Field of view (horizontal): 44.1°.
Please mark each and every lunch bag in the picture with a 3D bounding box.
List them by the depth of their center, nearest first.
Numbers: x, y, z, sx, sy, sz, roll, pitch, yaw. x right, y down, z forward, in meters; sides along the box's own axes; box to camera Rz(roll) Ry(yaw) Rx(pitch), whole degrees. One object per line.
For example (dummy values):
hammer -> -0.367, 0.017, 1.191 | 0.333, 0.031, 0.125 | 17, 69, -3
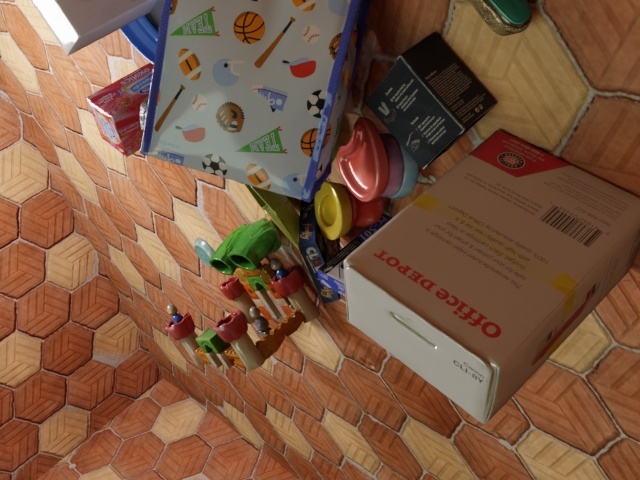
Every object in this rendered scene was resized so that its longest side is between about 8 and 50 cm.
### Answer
lunch bag -> -0.102, -0.308, 1.361 | 0.328, 0.239, 0.385 | 14, 114, 5

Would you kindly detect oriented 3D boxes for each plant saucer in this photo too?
plant saucer -> -0.100, -0.079, 1.750 | 0.188, 0.045, 0.188 | 47, 174, 34
plant saucer -> -0.380, 0.046, 2.607 | 0.119, 0.021, 0.119 | 38, 151, 26

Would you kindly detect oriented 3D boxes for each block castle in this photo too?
block castle -> -0.236, 0.200, 2.263 | 0.212, 0.303, 0.453 | 59, 152, -12

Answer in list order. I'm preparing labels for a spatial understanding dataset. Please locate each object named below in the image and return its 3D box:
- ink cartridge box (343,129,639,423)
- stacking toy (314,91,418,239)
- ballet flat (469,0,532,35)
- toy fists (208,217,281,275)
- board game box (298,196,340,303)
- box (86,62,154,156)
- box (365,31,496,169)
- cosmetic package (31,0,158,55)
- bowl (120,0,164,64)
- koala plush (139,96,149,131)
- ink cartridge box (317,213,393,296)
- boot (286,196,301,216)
ink cartridge box -> 0.259, 0.039, 1.191 | 0.279, 0.385, 0.160 | 35, 149, 30
stacking toy -> 0.082, -0.174, 1.573 | 0.309, 0.131, 0.279 | -42, 61, 61
ballet flat -> 0.214, -0.368, 1.114 | 0.206, 0.073, 0.067 | 54, 168, 3
toy fists -> -0.198, 0.018, 2.159 | 0.096, 0.142, 0.279 | 41, 157, -17
board game box -> 0.000, 0.000, 1.751 | 0.243, 0.042, 0.165 | -89, -20, -54
box -> -0.416, -0.335, 1.925 | 0.123, 0.257, 0.128 | 35, 149, 33
box -> 0.179, -0.229, 1.309 | 0.158, 0.093, 0.156 | 49, 154, 2
cosmetic package -> -0.482, -0.544, 1.632 | 0.224, 0.224, 0.138 | 58, 153, -13
bowl -> -0.381, -0.569, 1.781 | 0.391, 0.077, 0.391 | 37, 150, 26
koala plush -> -0.270, -0.317, 1.679 | 0.204, 0.221, 0.196 | -1, 152, 23
ink cartridge box -> 0.100, 0.033, 1.631 | 0.097, 0.207, 0.046 | 28, 145, 39
boot -> -0.127, -0.149, 1.840 | 0.280, 0.096, 0.264 | 51, 155, -24
